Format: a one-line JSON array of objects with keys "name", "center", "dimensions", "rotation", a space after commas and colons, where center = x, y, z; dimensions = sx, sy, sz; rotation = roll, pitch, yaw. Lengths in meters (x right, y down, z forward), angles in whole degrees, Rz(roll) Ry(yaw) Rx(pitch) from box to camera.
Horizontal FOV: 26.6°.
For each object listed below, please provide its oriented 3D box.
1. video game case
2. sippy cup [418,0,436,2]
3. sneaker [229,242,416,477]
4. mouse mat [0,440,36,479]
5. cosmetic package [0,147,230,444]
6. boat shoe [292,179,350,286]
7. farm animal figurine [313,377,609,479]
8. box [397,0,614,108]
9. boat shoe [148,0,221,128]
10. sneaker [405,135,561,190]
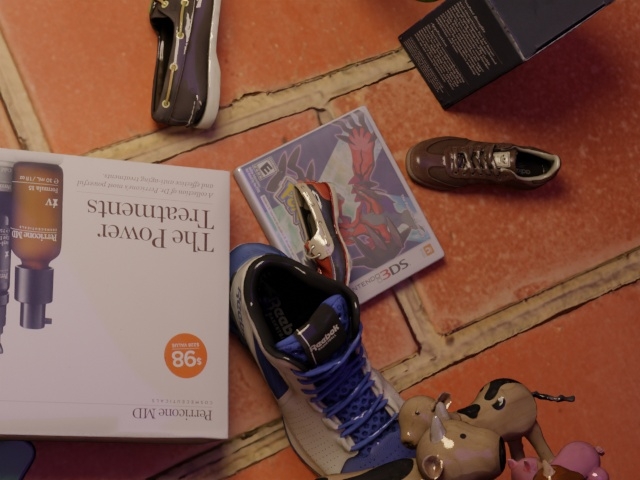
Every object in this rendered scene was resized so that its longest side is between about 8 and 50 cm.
[{"name": "video game case", "center": [0.023, -0.029, 1.535], "dimensions": [0.183, 0.023, 0.201], "rotation": [-28, 90, -25]}, {"name": "sippy cup", "center": [0.132, -0.433, 1.570], "dimensions": [0.224, 0.240, 0.305], "rotation": [19, 98, -28]}, {"name": "sneaker", "center": [0.002, 0.137, 1.392], "dimensions": [0.127, 0.182, 0.315], "rotation": [-36, 92, -10]}, {"name": "mouse mat", "center": [-0.386, 0.246, 1.318], "dimensions": [0.152, 0.007, 0.190], "rotation": [34, 69, -12]}, {"name": "cosmetic package", "center": [-0.280, 0.057, 1.352], "dimensions": [0.377, 0.097, 0.284], "rotation": [4, 79, -22]}, {"name": "boat shoe", "center": [0.000, 0.000, 1.479], "dimensions": [0.043, 0.049, 0.137], "rotation": [-1, 75, -32]}, {"name": "farm animal figurine", "center": [0.108, 0.233, 1.274], "dimensions": [0.327, 0.330, 0.172], "rotation": [-24, 100, 4]}, {"name": "box", "center": [0.211, -0.255, 1.558], "dimensions": [0.153, 0.207, 0.108], "rotation": [-35, 93, -25]}, {"name": "boat shoe", "center": [-0.152, -0.236, 1.477], "dimensions": [0.068, 0.081, 0.228], "rotation": [2, 80, -26]}, {"name": "sneaker", "center": [0.194, -0.097, 1.592], "dimensions": [0.188, 0.071, 0.066], "rotation": [1, 78, -22]}]
